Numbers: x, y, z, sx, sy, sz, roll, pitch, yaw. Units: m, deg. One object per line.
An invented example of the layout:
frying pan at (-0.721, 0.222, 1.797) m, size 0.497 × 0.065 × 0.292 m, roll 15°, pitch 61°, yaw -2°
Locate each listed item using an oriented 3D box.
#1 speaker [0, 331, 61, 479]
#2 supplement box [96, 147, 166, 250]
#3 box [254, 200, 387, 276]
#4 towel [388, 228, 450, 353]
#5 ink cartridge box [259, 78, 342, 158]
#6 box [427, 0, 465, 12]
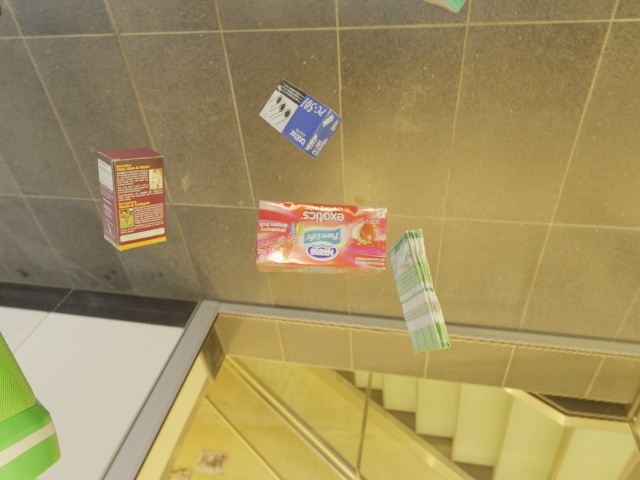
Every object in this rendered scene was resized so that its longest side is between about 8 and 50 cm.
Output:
speaker at (-0.344, 0.088, 0.374) m, size 0.131 × 0.131 × 0.297 m, roll -32°, pitch 87°, yaw 32°
supplement box at (-0.385, -0.087, 0.918) m, size 0.080 × 0.104 × 0.188 m, roll 26°, pitch 119°, yaw 38°
box at (0.000, 0.000, 0.913) m, size 0.256 × 0.128 × 0.123 m, roll 3°, pitch 169°, yaw -4°
towel at (0.129, 0.070, 0.592) m, size 0.023 × 0.152 × 0.113 m, roll -11°, pitch 165°, yaw -8°
ink cartridge box at (-0.047, -0.260, 0.943) m, size 0.046 × 0.207 × 0.097 m, roll 25°, pitch 106°, yaw -45°
box at (0.163, -0.491, 0.775) m, size 0.244 × 0.100 × 0.060 m, roll 8°, pitch 120°, yaw -46°
